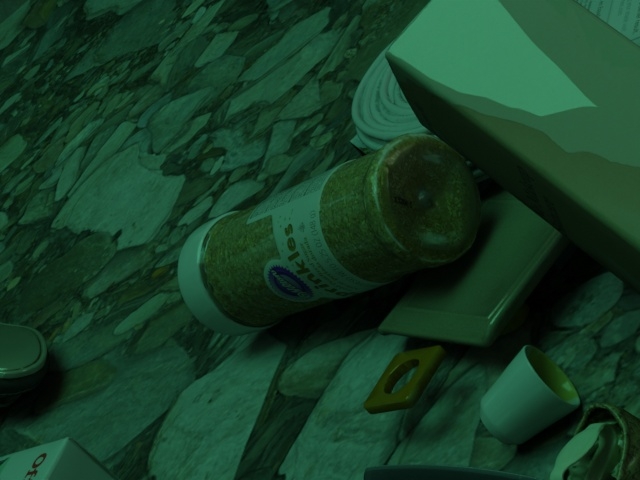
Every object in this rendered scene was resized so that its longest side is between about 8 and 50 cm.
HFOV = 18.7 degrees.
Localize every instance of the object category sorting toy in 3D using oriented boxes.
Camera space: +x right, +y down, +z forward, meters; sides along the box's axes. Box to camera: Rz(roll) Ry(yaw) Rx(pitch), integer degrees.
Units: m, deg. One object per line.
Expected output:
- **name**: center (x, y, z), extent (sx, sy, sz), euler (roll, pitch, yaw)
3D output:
- **sorting toy**: center (0.154, 0.027, 1.686), extent (0.347, 0.047, 0.196), euler (-50, 20, -18)

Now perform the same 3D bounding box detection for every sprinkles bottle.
- **sprinkles bottle**: center (0.000, 0.000, 1.815), extent (0.355, 0.121, 0.121), euler (-22, 30, 55)

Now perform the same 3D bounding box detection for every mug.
- **mug**: center (0.161, 0.126, 1.511), extent (0.064, 0.078, 0.062), euler (-45, 55, 18)

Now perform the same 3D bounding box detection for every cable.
- **cable**: center (0.150, -0.156, 1.825), extent (0.257, 0.089, 0.257), euler (-49, 25, -12)

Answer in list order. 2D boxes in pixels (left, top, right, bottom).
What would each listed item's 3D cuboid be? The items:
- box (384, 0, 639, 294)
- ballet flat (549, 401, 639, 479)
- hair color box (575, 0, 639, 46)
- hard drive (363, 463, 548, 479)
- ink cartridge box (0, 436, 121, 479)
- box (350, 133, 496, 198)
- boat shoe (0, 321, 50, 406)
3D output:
- **box**: center (0.208, -0.069, 1.434), extent (0.311, 0.148, 0.121), euler (40, 84, 26)
- **ballet flat**: center (0.173, 0.196, 1.346), extent (0.073, 0.067, 0.206), euler (-17, 35, 44)
- **hair color box**: center (0.370, -0.194, 1.549), extent (0.374, 0.113, 0.185), euler (-20, 32, 33)
- **hard drive**: center (0.113, 0.238, 1.297), extent (0.255, 0.054, 0.172), euler (-2, 80, 55)
- **ink cartridge box**: center (-0.326, 0.317, 1.854), extent (0.278, 0.117, 0.201), euler (-20, 33, 41)
- **box**: center (0.133, -0.111, 1.944), extent (0.159, 0.044, 0.233), euler (-44, 24, -1)
- **boat shoe**: center (-0.397, 0.151, 2.301), extent (0.112, 0.095, 0.335), euler (-14, 16, -27)
